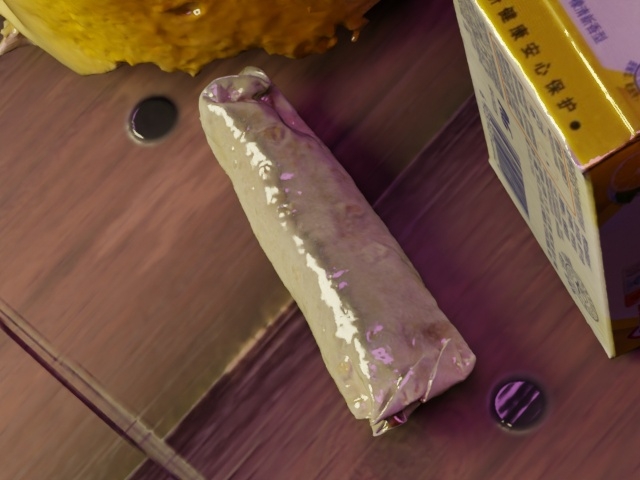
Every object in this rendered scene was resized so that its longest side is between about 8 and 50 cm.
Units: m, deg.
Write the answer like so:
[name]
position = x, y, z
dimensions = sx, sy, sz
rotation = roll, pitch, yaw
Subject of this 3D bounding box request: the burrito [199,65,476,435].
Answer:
[burrito]
position = 0.000, 0.000, 1.172
dimensions = 0.082, 0.059, 0.275
rotation = -30, 62, -7

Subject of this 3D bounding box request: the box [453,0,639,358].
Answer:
[box]
position = 0.159, -0.062, 1.038
dimensions = 0.097, 0.265, 0.168
rotation = -28, 61, -1

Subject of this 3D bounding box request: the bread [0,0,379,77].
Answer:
[bread]
position = -0.108, -0.269, 1.140
dimensions = 0.361, 0.394, 0.250
rotation = -15, 66, 7
